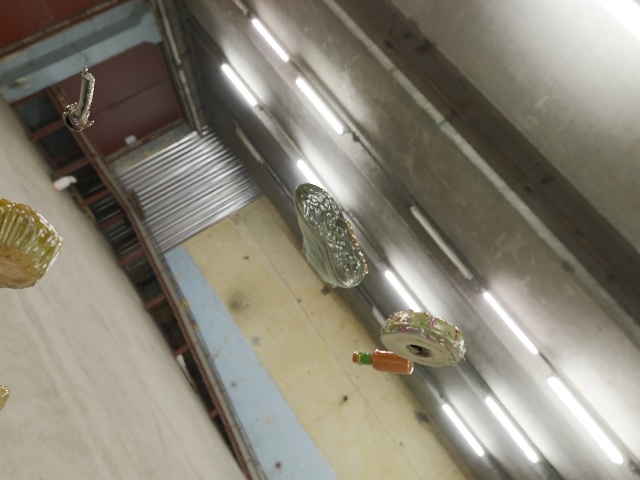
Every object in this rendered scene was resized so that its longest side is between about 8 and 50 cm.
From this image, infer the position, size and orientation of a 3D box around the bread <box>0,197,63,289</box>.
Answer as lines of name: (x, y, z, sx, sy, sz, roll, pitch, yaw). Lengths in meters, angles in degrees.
bread: (-0.742, 0.005, 1.158, 0.240, 0.239, 0.139, 77, 13, -50)

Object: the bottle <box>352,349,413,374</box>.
bottle: (0.188, 0.368, 1.509, 0.186, 0.069, 0.069, 1, -47, 24)

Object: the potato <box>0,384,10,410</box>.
potato: (-0.670, 0.327, 0.988, 0.068, 0.083, 0.062, 17, -25, 49)

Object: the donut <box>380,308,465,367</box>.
donut: (0.205, 0.194, 0.982, 0.174, 0.068, 0.175, 17, -30, 10)

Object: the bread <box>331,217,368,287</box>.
bread: (0.061, 0.040, 1.543, 0.081, 0.134, 0.225, 31, 31, -52)

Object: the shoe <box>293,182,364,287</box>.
shoe: (0.000, 0.000, 1.399, 0.317, 0.124, 0.159, 64, -29, 6)

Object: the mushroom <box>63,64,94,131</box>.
mushroom: (-0.551, -0.326, 1.141, 0.060, 0.061, 0.187, 46, -48, -3)
